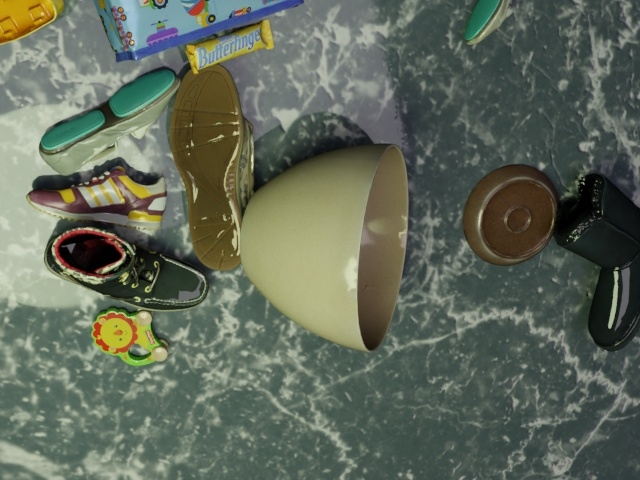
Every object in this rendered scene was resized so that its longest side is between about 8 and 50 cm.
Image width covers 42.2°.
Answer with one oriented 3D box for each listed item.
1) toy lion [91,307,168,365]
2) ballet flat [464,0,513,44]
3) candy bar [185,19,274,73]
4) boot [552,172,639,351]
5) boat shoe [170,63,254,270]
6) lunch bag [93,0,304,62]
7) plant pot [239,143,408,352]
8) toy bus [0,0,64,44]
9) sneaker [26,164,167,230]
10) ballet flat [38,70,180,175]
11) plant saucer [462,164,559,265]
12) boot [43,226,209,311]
[{"bbox_3d":[-0.285,0.143,1.228,0.096,0.034,0.100,-20,110,0],"label":"toy lion"},{"bbox_3d":[0.267,-0.355,1.202,0.052,0.057,0.168,20,101,-28],"label":"ballet flat"},{"bbox_3d":[-0.120,-0.260,1.112,0.161,0.018,0.040,-32,120,-44],"label":"candy bar"},{"bbox_3d":[0.446,0.035,1.332,0.207,0.094,0.247,24,93,-27],"label":"boot"},{"bbox_3d":[-0.144,-0.105,1.167,0.104,0.089,0.285,3,105,12],"label":"boat shoe"},{"bbox_3d":[-0.152,-0.379,1.062,0.293,0.138,0.221,-23,108,-18],"label":"lunch bag"},{"bbox_3d":[0.000,0.000,1.153,0.190,0.284,0.284,7,107,18],"label":"plant pot"},{"bbox_3d":[-0.369,-0.370,0.967,0.149,0.211,0.220,-12,123,26],"label":"toy bus"},{"bbox_3d":[-0.306,-0.067,1.144,0.185,0.069,0.084,8,95,-22],"label":"sneaker"},{"bbox_3d":[-0.278,-0.157,1.128,0.213,0.072,0.068,-29,138,-3],"label":"ballet flat"},{"bbox_3d":[0.310,-0.036,1.322,0.168,0.029,0.169,-4,107,-14],"label":"plant saucer"},{"bbox_3d":[-0.254,0.043,1.119,0.236,0.178,0.085,17,80,-16],"label":"boot"}]
